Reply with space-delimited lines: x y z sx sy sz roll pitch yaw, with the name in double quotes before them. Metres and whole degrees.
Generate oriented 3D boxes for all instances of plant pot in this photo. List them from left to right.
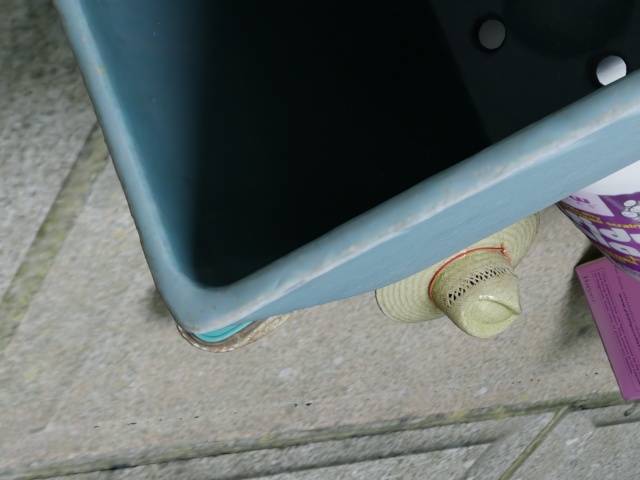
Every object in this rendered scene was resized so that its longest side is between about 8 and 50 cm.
"plant pot" 0.062 -0.121 0.606 0.247 0.248 0.252 -28 165 24

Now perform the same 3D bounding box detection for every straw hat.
"straw hat" 0.112 0.036 1.070 0.144 0.061 0.144 -23 147 -16

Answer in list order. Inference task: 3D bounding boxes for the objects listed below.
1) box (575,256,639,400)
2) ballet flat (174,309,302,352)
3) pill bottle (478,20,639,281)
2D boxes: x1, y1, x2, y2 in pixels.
"box" 0.353 0.022 1.116 0.213 0.117 0.243 -18 175 -23
"ballet flat" 0.000 0.000 0.931 0.206 0.073 0.067 -28 176 -2
"pill bottle" 0.188 -0.086 0.863 0.169 0.169 0.301 -39 148 10
